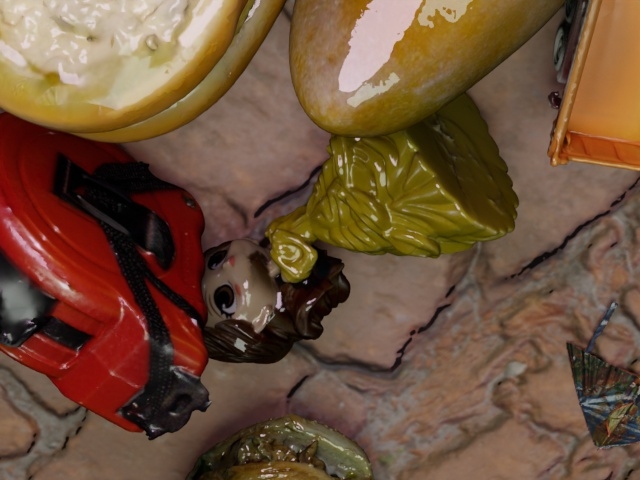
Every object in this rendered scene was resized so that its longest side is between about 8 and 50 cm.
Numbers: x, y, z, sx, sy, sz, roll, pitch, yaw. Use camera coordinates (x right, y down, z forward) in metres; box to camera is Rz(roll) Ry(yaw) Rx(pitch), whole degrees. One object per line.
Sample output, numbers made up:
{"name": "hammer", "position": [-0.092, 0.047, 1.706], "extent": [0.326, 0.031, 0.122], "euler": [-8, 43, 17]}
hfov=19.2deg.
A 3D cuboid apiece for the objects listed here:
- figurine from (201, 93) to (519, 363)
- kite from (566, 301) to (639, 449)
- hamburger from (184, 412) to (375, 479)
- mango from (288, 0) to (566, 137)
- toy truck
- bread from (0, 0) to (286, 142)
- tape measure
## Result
{"name": "figurine", "position": [-0.003, -0.001, 1.624], "extent": [0.315, 0.168, 0.187], "euler": [-37, 72, 26]}
{"name": "kite", "position": [0.305, 0.142, 1.800], "extent": [0.183, 0.010, 0.160], "euler": [25, 119, -12]}
{"name": "hamburger", "position": [-0.045, 0.270, 1.795], "extent": [0.189, 0.122, 0.215], "euler": [30, 118, -11]}
{"name": "mango", "position": [0.102, -0.238, 1.413], "extent": [0.199, 0.221, 0.384], "euler": [37, 75, -39]}
{"name": "toy truck", "position": [0.256, -0.192, 1.533], "extent": [0.114, 0.135, 0.270], "euler": [8, 119, -6]}
{"name": "bread", "position": [-0.123, -0.208, 1.430], "extent": [0.211, 0.270, 0.315], "euler": [35, 90, 17]}
{"name": "tape measure", "position": [-0.204, 0.011, 1.563], "extent": [0.260, 0.253, 0.114], "euler": [33, 118, -25]}
